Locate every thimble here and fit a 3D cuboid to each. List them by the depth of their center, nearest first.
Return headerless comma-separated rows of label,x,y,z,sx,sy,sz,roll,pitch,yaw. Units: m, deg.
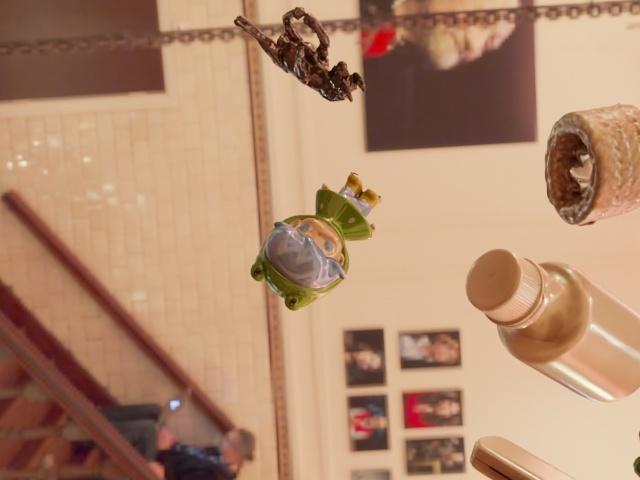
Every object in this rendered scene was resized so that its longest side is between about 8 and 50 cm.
thimble,0.521,-0.138,1.954,0.196,0.148,0.229,-116,-160,-49

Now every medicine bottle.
medicine bottle,0.246,0.084,1.100,0.252,0.114,0.114,29,47,-41

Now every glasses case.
glasses case,0.332,0.379,1.709,0.196,0.083,0.050,27,-66,42

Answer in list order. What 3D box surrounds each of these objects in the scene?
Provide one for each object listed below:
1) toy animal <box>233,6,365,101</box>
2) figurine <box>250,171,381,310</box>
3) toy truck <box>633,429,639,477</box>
toy animal,-0.036,-0.293,1.682,0.232,0.084,0.148,32,-22,34
figurine,0.000,0.000,1.867,0.263,0.162,0.143,-47,175,-17
toy truck,0.730,0.450,2.083,0.148,0.210,0.187,-111,-151,-48
